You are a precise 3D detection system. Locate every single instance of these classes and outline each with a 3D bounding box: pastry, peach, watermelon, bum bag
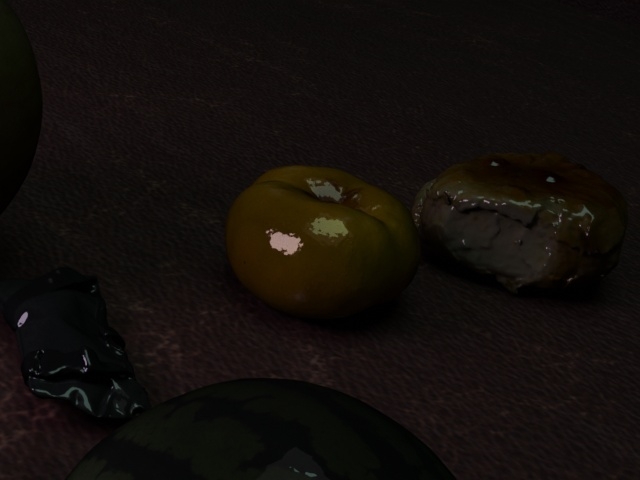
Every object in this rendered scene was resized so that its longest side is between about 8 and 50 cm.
[{"bbox_3d":[0.205,-0.023,1.115,0.218,0.100,0.229,-6,28,-34],"label":"pastry"},{"bbox_3d":[0.000,0.000,0.969,0.179,0.103,0.179,14,24,-6],"label":"peach"},{"bbox_3d":[-0.023,0.161,0.471,0.212,0.212,0.212,10,24,-4],"label":"watermelon"},{"bbox_3d":[-0.181,0.067,0.804,0.087,0.049,0.197,5,24,-27],"label":"bum bag"}]

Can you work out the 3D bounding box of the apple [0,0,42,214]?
[{"bbox_3d":[-0.351,-0.101,0.853,0.257,0.256,0.234,24,40,26],"label":"apple"}]
